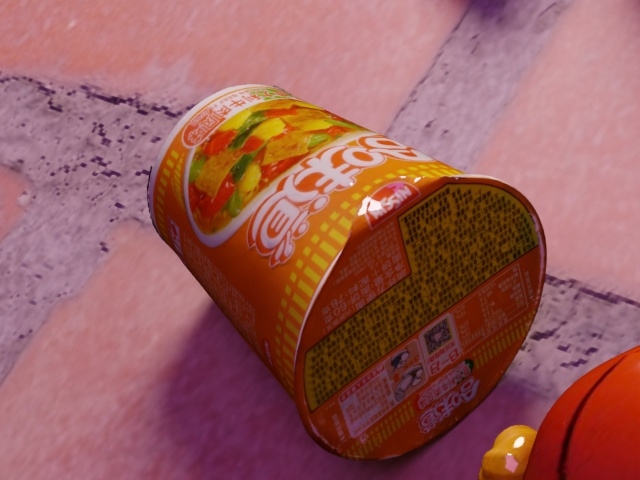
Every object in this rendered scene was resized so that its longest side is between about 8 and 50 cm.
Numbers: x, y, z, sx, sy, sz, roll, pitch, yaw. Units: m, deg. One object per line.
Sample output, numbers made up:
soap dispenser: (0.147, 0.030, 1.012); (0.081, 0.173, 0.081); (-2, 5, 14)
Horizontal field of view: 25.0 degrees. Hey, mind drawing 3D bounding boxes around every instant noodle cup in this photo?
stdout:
instant noodle cup: (0.000, 0.000, 0.780); (0.168, 0.168, 0.185); (-44, 47, -10)

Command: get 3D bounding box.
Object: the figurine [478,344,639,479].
figurine: (0.218, 0.125, 0.582); (0.323, 0.196, 0.320); (-18, 60, -3)
